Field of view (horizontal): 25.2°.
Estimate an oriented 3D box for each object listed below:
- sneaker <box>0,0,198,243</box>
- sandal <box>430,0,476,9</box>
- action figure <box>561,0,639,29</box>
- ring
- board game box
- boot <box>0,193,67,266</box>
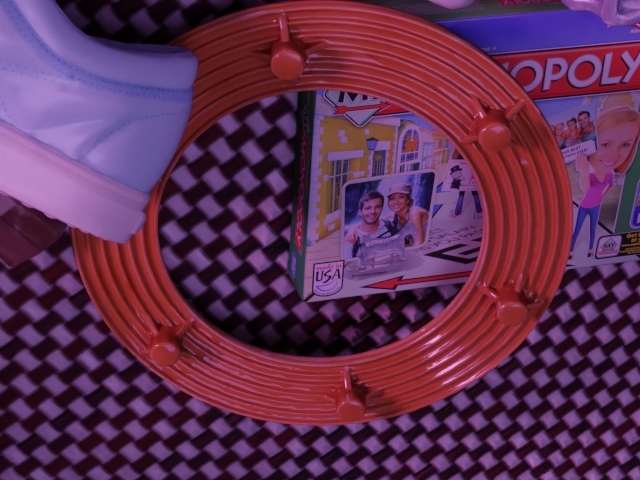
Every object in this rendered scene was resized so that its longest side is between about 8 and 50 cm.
[{"bbox_3d":[-0.228,-0.138,0.790,0.366,0.135,0.150,29,89,-34],"label":"sneaker"},{"bbox_3d":[0.067,-0.317,0.764,0.102,0.169,0.416,16,126,18],"label":"sandal"},{"bbox_3d":[0.260,-0.266,0.763,0.370,0.276,0.248,-28,142,-35],"label":"action figure"},{"bbox_3d":[0.000,0.000,0.951,0.337,0.032,0.336,0,124,-1],"label":"ring"},{"bbox_3d":[0.138,-0.072,1.001,0.317,0.046,0.213,-7,126,-15],"label":"board game box"},{"bbox_3d":[-0.230,-0.010,0.920,0.106,0.037,0.114,-37,132,10],"label":"boot"}]
